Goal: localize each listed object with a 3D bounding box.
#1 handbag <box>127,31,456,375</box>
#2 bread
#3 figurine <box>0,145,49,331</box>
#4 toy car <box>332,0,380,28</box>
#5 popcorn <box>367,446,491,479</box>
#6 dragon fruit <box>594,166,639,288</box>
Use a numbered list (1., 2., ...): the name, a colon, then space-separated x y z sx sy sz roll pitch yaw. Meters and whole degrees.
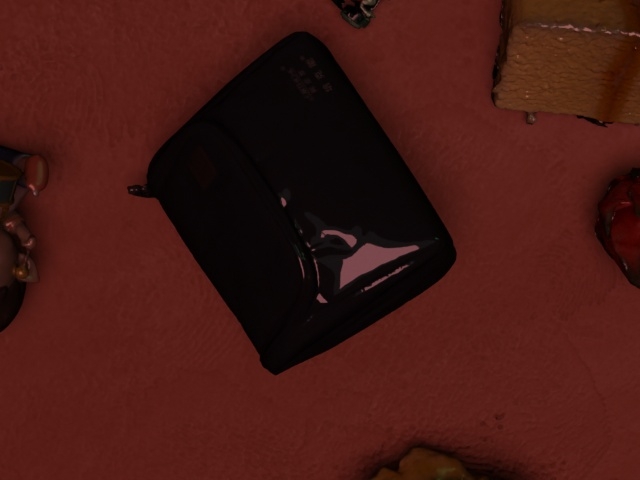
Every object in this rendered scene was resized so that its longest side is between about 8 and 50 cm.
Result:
1. handbag: -0.043 -0.034 1.512 0.275 0.178 0.302 -33 78 5
2. bread: 0.323 -0.211 1.525 0.266 0.142 0.178 6 88 0
3. figurine: -0.395 0.017 1.581 0.161 0.158 0.275 16 103 9
4. toy car: 0.011 -0.294 1.543 0.143 0.054 0.073 39 103 -5
5. popcorn: 0.153 0.354 1.619 0.253 0.190 0.191 16 96 3
6. dragon fruit: 0.364 -0.011 1.558 0.121 0.130 0.142 -24 58 39
